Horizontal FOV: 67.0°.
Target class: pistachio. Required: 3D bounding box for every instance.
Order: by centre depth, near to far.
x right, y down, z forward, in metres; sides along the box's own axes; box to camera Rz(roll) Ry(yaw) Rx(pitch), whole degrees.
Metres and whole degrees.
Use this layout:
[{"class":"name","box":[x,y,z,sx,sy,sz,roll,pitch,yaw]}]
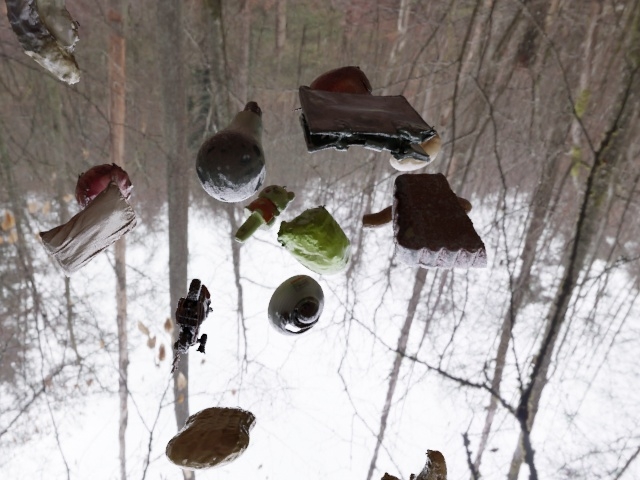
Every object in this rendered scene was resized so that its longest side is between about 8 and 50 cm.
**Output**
[{"class":"pistachio","box":[0.303,-0.281,1.543,0.145,0.117,0.200,9,163,-22]}]

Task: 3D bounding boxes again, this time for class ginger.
[{"class":"ginger","box":[0.179,0.575,1.068,0.081,0.334,0.148,16,-148,-35]}]

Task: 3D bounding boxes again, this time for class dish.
[{"class":"dish","box":[-0.072,0.289,1.990,0.273,0.274,0.133,-11,-156,-33]}]

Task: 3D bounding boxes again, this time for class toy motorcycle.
[{"class":"toy motorcycle","box":[-0.497,0.336,1.873,0.134,0.402,0.207,10,-178,2]}]

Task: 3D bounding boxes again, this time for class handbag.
[{"class":"handbag","box":[0.082,-0.241,0.994,0.247,0.079,0.260,1,-149,-10]}]

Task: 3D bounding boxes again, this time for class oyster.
[{"class":"oyster","box":[-0.620,-0.521,1.046,0.166,0.342,0.110,20,-146,26]}]

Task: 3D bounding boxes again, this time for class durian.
[{"class":"durian","box":[0.000,0.000,1.690,0.339,0.204,0.256,44,-160,-26]}]

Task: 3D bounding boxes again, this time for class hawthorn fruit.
[{"class":"hawthorn fruit","box":[0.035,-0.389,1.369,0.234,0.181,0.181,-18,-154,10]}]

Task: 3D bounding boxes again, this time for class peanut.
[{"class":"peanut","box":[-0.245,0.454,1.131,0.196,0.110,0.233,-13,-171,9]}]

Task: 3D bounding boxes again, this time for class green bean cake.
[{"class":"green bean cake","box":[0.257,-0.044,1.086,0.198,0.097,0.233,-1,-127,0]}]

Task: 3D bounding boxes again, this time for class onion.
[{"class":"onion","box":[-0.708,-0.175,1.554,0.147,0.184,0.184,37,-145,14]}]

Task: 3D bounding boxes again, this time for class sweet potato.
[{"class":"sweet potato","box":[0.318,-0.099,1.565,0.384,0.109,0.109,-6,-150,-10]}]

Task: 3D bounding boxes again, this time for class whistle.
[{"class":"whistle","box":[-0.204,-0.102,1.712,0.131,0.106,0.288,20,-125,30]}]

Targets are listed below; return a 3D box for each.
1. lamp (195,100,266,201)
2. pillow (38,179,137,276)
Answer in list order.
[{"class":"lamp","box":[-0.213,-0.231,1.296,0.181,0.182,0.314,13,-139,8]},{"class":"pillow","box":[-0.655,-0.030,1.379,0.270,0.173,0.067,-41,-128,-18]}]
